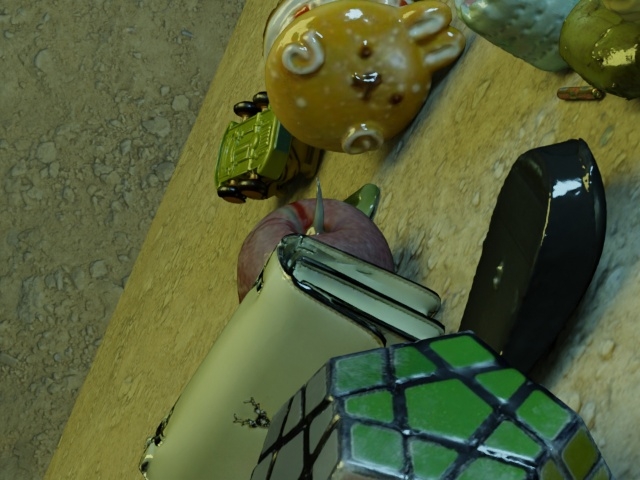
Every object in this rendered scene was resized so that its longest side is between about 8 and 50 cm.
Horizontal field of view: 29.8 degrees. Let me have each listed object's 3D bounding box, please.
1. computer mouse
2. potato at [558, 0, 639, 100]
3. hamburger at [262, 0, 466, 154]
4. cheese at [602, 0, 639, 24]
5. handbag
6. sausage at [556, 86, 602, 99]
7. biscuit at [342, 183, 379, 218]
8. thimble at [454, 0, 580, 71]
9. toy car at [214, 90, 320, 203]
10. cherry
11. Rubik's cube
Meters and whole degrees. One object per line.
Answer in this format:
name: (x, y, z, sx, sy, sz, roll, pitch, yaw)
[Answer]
computer mouse: (0.211, 0.038, 1.176, 0.168, 0.087, 0.295, -101, 26, -68)
potato: (0.305, -0.200, 1.229, 0.105, 0.085, 0.188, -37, 28, 12)
hamburger: (0.063, -0.268, 1.804, 0.302, 0.261, 0.186, -20, 33, 4)
cheese: (0.330, -0.301, 1.075, 0.117, 0.213, 0.226, -171, 98, -77)
handbag: (-0.033, 0.187, 1.427, 0.359, 0.236, 0.160, -56, 17, 27)
sausage: (0.288, -0.164, 1.337, 0.015, 0.015, 0.100, -65, 17, -1)
biscuit: (0.000, 0.000, 1.934, 0.322, 0.038, 0.099, -39, 28, 56)
thimble: (0.264, -0.317, 1.399, 0.211, 0.149, 0.185, -60, 15, 15)
toy car: (-0.096, -0.162, 2.263, 0.248, 0.142, 0.201, -10, 66, 60)
cherry: (-0.005, 0.055, 1.577, 0.236, 0.212, 0.286, -44, -37, -65)
Rubik's cube: (0.086, 0.230, 0.960, 0.264, 0.319, 0.319, -40, 13, -11)
